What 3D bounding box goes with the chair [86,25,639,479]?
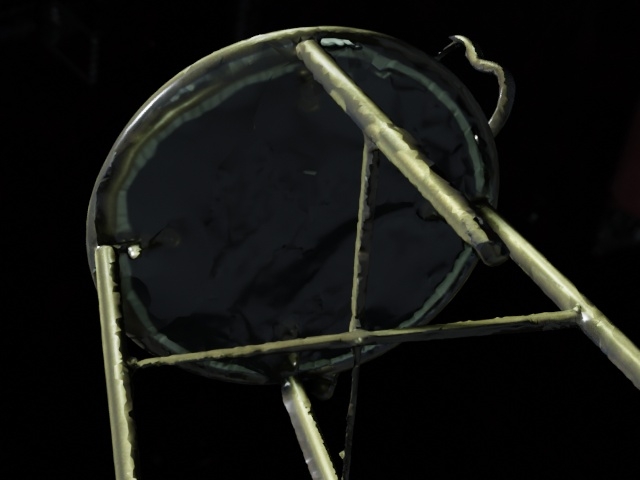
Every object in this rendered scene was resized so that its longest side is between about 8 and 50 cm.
[{"bbox_3d":[0.000,0.000,0.550,0.160,0.325,0.170,-42,-56,12],"label":"chair"}]
